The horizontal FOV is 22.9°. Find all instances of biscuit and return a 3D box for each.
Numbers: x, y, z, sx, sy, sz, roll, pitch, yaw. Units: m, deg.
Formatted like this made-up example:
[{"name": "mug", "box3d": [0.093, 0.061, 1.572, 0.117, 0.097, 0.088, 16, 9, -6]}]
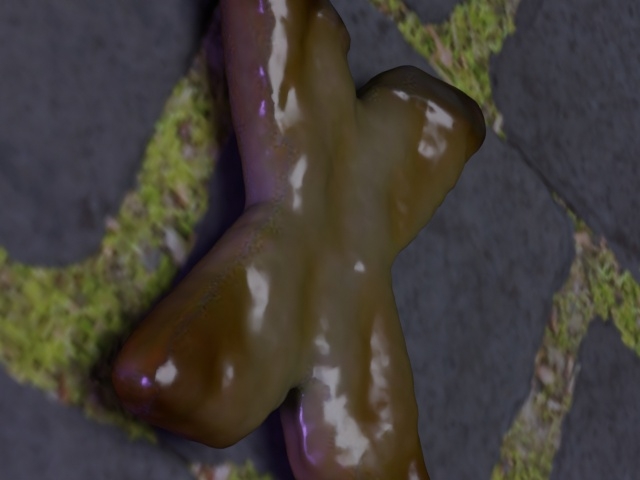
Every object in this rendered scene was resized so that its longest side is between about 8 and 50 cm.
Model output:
[{"name": "biscuit", "box3d": [-0.001, 0.000, 0.650, 0.164, 0.047, 0.207, 32, 59, -36]}]
